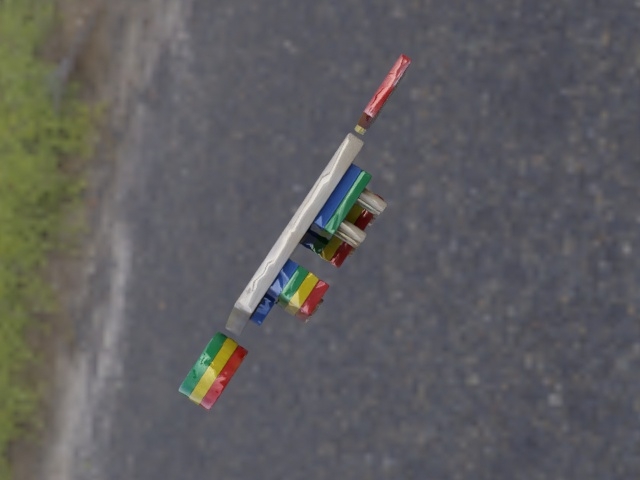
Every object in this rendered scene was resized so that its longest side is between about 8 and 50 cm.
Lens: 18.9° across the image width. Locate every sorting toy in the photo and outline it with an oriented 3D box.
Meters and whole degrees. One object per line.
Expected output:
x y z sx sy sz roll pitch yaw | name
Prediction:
0.000 0.000 1.257 0.274 0.046 0.132 -57 0 -11 | sorting toy
